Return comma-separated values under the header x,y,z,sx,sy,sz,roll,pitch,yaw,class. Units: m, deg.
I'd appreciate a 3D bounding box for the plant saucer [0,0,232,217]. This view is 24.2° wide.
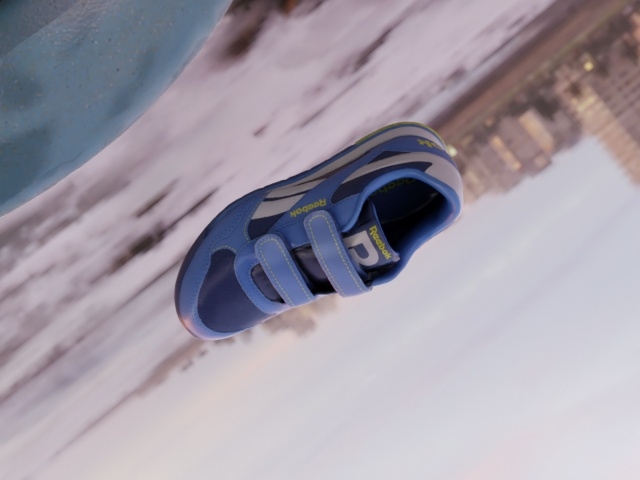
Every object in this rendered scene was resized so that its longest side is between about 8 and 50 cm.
x,y,z,sx,sy,sz,roll,pitch,yaw,class
-0.173,-0.133,0.521,0.317,0.317,0.044,-39,151,-12,plant saucer

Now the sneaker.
x,y,z,sx,sy,sz,roll,pitch,yaw,class
0.000,0.000,0.657,0.144,0.053,0.059,-34,-150,-1,sneaker
